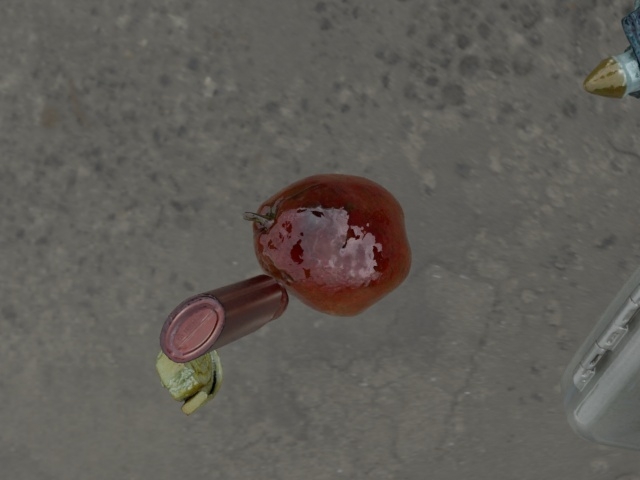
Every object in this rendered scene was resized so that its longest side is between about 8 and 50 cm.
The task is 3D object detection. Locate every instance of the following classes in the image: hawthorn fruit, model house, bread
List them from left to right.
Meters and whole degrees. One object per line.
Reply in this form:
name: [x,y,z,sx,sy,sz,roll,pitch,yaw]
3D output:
bread: [-0.207,0.202,1.906,0.064,0.156,0.117,-26,100,15]
hawthorn fruit: [0.000,0.000,1.817,0.224,0.261,0.224,-16,68,47]
model house: [0.484,-0.293,1.694,0.291,0.253,0.184,-26,87,-12]

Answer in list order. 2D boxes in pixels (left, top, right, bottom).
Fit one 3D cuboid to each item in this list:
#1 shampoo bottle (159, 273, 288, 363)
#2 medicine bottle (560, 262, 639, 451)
shampoo bottle: [-0.112,0.093,1.565,0.064,0.260,0.102,47,108,9]
medicine bottle: [0.473,0.125,1.505,0.123,0.282,0.375,-93,20,-46]
